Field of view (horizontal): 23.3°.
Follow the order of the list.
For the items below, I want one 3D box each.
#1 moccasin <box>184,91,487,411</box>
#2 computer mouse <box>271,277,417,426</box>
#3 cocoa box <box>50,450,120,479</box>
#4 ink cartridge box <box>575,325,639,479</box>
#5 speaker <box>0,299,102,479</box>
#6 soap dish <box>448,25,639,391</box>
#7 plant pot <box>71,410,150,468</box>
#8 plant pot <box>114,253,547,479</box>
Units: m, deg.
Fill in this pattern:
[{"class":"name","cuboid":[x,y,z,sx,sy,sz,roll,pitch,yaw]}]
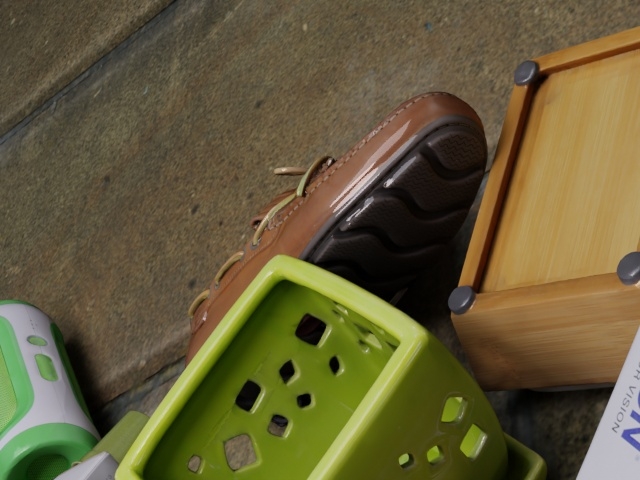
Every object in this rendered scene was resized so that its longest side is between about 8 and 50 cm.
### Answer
[{"class":"moccasin","cuboid":[0.003,0.000,1.327,0.380,0.139,0.147,-52,43,41]},{"class":"computer mouse","cuboid":[0.016,0.036,1.453,0.262,0.060,0.184,-57,35,16]},{"class":"cocoa box","cuboid":[-0.245,0.376,1.191,0.228,0.231,0.347,-31,12,33]},{"class":"ink cartridge box","cuboid":[0.232,0.206,0.767,0.330,0.071,0.324,37,109,58]},{"class":"speaker","cuboid":[-0.317,0.180,1.678,0.131,0.131,0.296,-49,33,8]},{"class":"soap dish","cuboid":[0.227,-0.032,1.185,0.229,0.118,0.290,-12,52,47]},{"class":"plant pot","cuboid":[-0.190,0.214,1.538,0.083,0.083,0.079,-4,44,51]},{"class":"plant pot","cuboid":[0.019,0.175,1.167,0.227,0.207,0.228,-53,31,-6]}]
